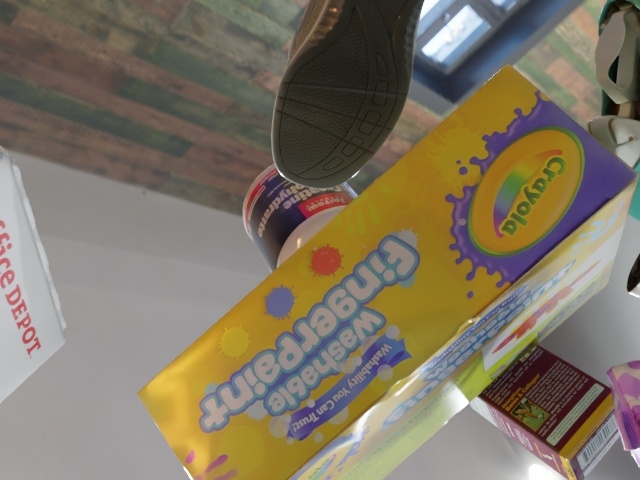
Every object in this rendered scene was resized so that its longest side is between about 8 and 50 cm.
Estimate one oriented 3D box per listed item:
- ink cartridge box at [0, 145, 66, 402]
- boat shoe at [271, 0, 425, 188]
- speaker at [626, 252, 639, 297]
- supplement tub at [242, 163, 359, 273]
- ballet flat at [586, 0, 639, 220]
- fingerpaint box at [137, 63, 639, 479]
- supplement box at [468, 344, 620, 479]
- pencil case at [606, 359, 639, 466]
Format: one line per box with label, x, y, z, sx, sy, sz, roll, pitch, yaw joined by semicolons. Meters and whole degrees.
ink cartridge box;-0.260;0.060;0.375;0.100;0.172;0.237;28;-128;18
boat shoe;0.036;-0.199;0.713;0.118;0.321;0.103;15;-153;-4
speaker;0.311;0.045;0.579;0.136;0.055;0.055;27;-157;10
supplement tub;0.000;0.000;1.199;0.191;0.191;0.272;27;-164;-37
ballet flat;0.315;-0.141;0.776;0.087;0.083;0.248;4;-93;-24
fingerpaint box;0.094;0.091;0.791;0.163;0.445;0.371;49;-178;23
supplement box;0.271;0.199;0.937;0.188;0.104;0.081;33;162;46
pencil case;0.258;0.073;0.405;0.088;0.206;0.086;44;-156;-52
